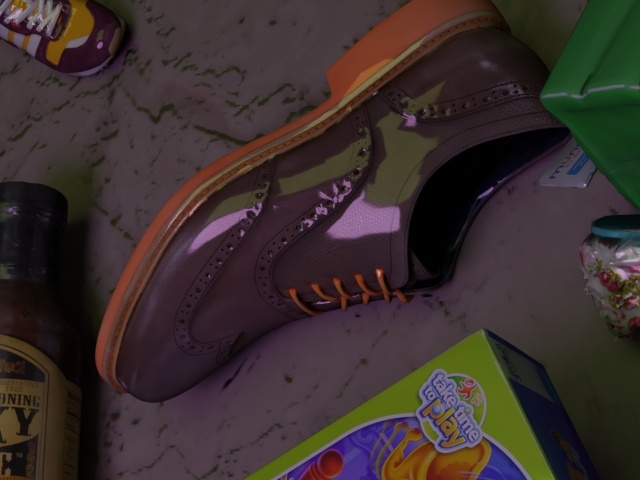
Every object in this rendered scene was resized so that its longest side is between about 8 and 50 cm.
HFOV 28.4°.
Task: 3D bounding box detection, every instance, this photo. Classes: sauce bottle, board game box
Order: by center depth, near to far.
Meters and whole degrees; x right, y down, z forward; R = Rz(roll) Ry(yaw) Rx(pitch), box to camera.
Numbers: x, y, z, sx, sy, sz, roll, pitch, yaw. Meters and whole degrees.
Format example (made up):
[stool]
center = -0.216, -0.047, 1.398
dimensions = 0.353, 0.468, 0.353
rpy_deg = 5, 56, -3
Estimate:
[board game box]
center = 0.064, 0.249, 0.586
dimensions = 0.233, 0.078, 0.347
rpy_deg = -35, 55, 18
[sauce bottle]
center = -0.233, 0.125, 0.935
dimensions = 0.111, 0.111, 0.344
rpy_deg = -16, 64, 29

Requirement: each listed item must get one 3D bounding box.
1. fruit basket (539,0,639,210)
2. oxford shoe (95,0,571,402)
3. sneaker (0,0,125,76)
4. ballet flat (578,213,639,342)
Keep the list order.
[fruit basket]
center = 0.290, -0.142, 0.583
dimensions = 0.353, 0.165, 0.327
rpy_deg = -41, 13, -13
[oxford shoe]
center = 0.000, 0.000, 0.819
dimensions = 0.364, 0.130, 0.132
rpy_deg = -44, 61, 14
[sneaker]
center = -0.250, -0.194, 1.089
dimensions = 0.185, 0.084, 0.069
rpy_deg = 19, 83, 38
[ballet flat]
center = 0.255, 0.020, 0.675
dimensions = 0.241, 0.091, 0.077
rpy_deg = -2, 101, 38
